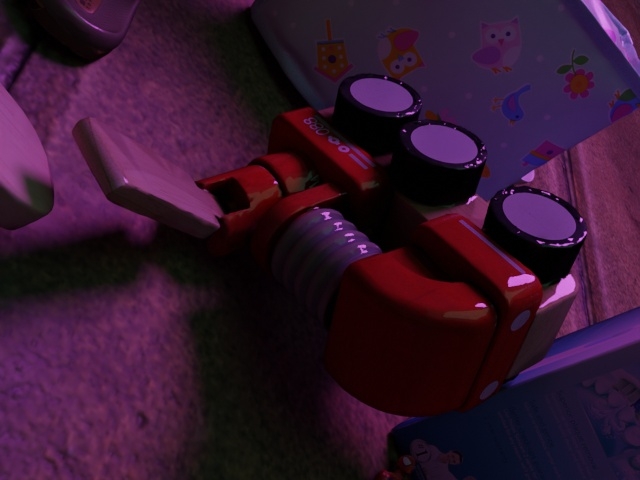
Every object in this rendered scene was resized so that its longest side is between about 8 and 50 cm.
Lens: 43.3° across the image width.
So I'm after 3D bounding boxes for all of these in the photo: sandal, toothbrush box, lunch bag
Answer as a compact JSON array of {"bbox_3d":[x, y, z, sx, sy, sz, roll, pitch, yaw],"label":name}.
[{"bbox_3d":[-0.139,-0.213,0.534,0.090,0.060,0.219,33,42,-33],"label":"sandal"},{"bbox_3d":[0.235,0.112,0.554,0.216,0.295,0.126,-11,74,-55],"label":"toothbrush box"},{"bbox_3d":[0.101,-0.174,0.663,0.262,0.223,0.160,42,32,-20],"label":"lunch bag"}]

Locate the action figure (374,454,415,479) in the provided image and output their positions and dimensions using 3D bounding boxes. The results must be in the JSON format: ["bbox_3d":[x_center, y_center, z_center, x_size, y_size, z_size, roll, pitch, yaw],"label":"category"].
[{"bbox_3d":[0.043,0.180,0.500,0.038,0.030,0.115,42,36,-15],"label":"action figure"}]

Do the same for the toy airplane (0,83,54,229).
[{"bbox_3d":[-0.252,-0.166,0.226,0.386,0.272,0.384,51,-4,2],"label":"toy airplane"}]

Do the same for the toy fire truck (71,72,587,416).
[{"bbox_3d":[0.000,0.000,0.460,0.246,0.158,0.217,-20,49,-33],"label":"toy fire truck"}]

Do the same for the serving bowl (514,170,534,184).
[{"bbox_3d":[0.206,-0.097,0.907,0.083,0.027,0.083,32,43,-35],"label":"serving bowl"}]
